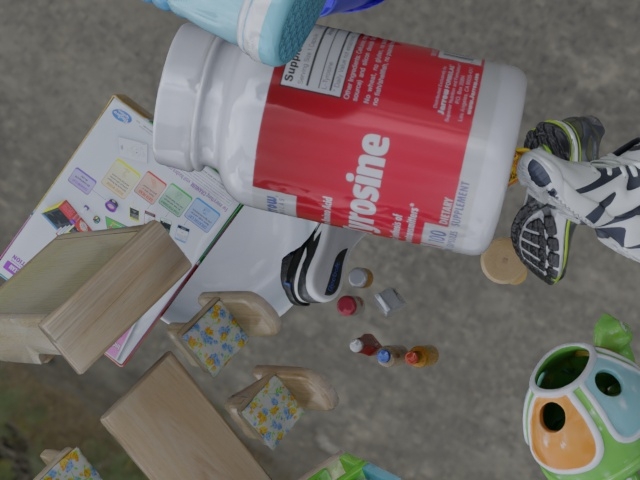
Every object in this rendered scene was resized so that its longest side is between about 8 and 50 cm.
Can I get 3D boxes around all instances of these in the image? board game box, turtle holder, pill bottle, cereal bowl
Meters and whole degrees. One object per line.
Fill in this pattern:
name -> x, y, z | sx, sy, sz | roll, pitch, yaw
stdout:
board game box -> -0.286, -0.015, 1.864 | 0.242, 0.316, 0.064 | 38, -171, 0
turtle holder -> 0.499, 0.287, 2.293 | 0.227, 0.320, 0.243 | 58, 164, -23
pill bottle -> 0.021, -0.132, 1.515 | 0.407, 0.229, 0.229 | 12, 154, 5
cereal bowl -> -0.176, -0.010, 2.246 | 0.339, 0.339, 0.141 | 40, -174, -23

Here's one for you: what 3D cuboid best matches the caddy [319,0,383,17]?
caddy -> -0.025, -0.453, 1.738 | 0.341, 0.179, 0.241 | 40, 121, 7

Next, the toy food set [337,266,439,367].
toy food set -> 0.104, 0.154, 2.361 | 0.232, 0.111, 0.104 | 54, -163, 16

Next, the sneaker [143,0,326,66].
sneaker -> -0.061, -0.322, 1.148 | 0.208, 0.319, 0.127 | 22, 155, 12

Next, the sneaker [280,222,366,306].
sneaker -> 0.000, 0.000, 1.976 | 0.079, 0.217, 0.121 | 39, 151, -26

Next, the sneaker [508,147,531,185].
sneaker -> 0.243, -0.097, 1.751 | 0.067, 0.175, 0.064 | -17, 100, 33

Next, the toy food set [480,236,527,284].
toy food set -> 0.315, 0.033, 2.195 | 0.083, 0.083, 0.020 | 4, -176, 2

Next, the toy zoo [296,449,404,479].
toy zoo -> 0.032, 0.350, 1.552 | 0.293, 0.192, 0.030 | 14, 131, 59

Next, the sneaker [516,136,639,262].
sneaker -> 0.340, -0.084, 1.485 | 0.235, 0.153, 0.094 | 31, 179, -24

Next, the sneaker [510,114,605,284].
sneaker -> 0.376, -0.060, 1.964 | 0.111, 0.121, 0.300 | 42, 142, 38

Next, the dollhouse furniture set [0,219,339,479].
dollhouse furniture set -> -0.186, 0.185, 1.483 | 0.256, 0.362, 0.394 | -4, 126, 56
